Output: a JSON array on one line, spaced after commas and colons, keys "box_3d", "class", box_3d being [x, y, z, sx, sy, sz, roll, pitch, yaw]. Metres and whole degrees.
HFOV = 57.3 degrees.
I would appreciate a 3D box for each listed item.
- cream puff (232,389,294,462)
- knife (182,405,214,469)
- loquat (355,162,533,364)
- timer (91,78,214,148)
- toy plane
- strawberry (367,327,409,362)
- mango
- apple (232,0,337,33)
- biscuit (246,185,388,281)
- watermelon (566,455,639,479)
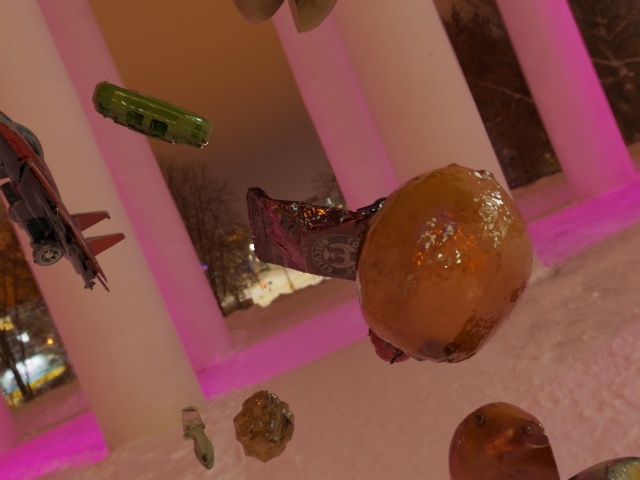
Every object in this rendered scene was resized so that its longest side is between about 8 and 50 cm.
[{"box_3d": [-0.114, 0.399, 1.279, 0.146, 0.146, 0.116, -24, -14, -37], "class": "cream puff"}, {"box_3d": [-0.155, 0.241, 0.727, 0.030, 0.014, 0.207, -20, 8, -16], "class": "knife"}, {"box_3d": [0.132, 0.031, 0.638, 0.234, 0.187, 0.176, -63, 2, -2], "class": "loquat"}, {"box_3d": [-0.199, -0.148, 0.704, 0.140, 0.047, 0.128, 19, 6, -12], "class": "timer"}, {"box_3d": [-0.359, -0.055, 0.741, 0.104, 0.223, 0.326, -38, -28, -11], "class": "toy plane"}, {"box_3d": [0.145, 0.186, 1.125, 0.106, 0.106, 0.106, -22, 2, 1], "class": "strawberry"}, {"box_3d": [0.294, 0.377, 0.955, 0.166, 0.236, 0.136, -15, 17, 13], "class": "mango"}, {"box_3d": [-0.088, -0.657, 1.434, 0.291, 0.254, 0.292, -8, -34, -6], "class": "apple"}, {"box_3d": [-0.001, -0.005, 0.851, 0.235, 0.151, 0.063, 8, 46, 14], "class": "biscuit"}, {"box_3d": [0.316, 0.406, 0.645, 0.189, 0.331, 0.330, 3, 12, 22], "class": "watermelon"}]
